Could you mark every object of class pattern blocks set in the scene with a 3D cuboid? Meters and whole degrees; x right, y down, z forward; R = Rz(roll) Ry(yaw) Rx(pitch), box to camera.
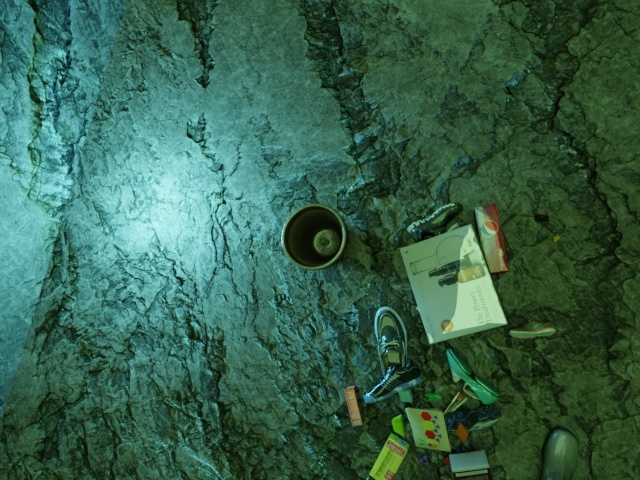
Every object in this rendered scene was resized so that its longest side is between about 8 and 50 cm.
[{"bbox_3d":[0.403,0.698,1.653,0.285,0.026,0.325,2,109,30],"label":"pattern blocks set"}]

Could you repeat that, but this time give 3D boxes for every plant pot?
[{"bbox_3d":[0.000,0.000,1.819,0.262,0.229,0.263,-2,81,14],"label":"plant pot"}]

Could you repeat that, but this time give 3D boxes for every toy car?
[{"bbox_3d":[0.865,-0.053,1.706,0.040,0.060,0.122,-25,94,-33],"label":"toy car"}]

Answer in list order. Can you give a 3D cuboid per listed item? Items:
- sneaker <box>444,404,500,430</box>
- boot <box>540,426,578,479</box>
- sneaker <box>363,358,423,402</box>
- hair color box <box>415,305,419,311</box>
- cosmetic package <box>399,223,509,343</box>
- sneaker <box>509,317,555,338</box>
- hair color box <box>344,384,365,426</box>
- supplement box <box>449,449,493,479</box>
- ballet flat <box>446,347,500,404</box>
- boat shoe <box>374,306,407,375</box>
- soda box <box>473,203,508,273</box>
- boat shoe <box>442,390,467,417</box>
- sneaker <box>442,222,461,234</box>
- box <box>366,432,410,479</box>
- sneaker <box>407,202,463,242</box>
[{"bbox_3d":[0.557,0.670,1.647,0.211,0.081,0.080,-12,41,9],"label":"sneaker"},{"bbox_3d":[0.808,0.820,1.496,0.118,0.222,0.338,13,86,17],"label":"boot"},{"bbox_3d":[0.255,0.517,1.649,0.232,0.081,0.091,-25,81,4],"label":"sneaker"},{"bbox_3d":[0.466,0.241,1.754,0.167,0.053,0.093,-46,73,4],"label":"hair color box"},{"bbox_3d":[0.491,0.164,1.665,0.284,0.097,0.377,-22,75,23],"label":"cosmetic package"},{"bbox_3d":[0.784,0.325,1.666,0.157,0.061,0.065,-8,54,13],"label":"sneaker"},{"bbox_3d":[0.136,0.655,1.777,0.043,0.072,0.141,-15,80,13],"label":"hair color box"},{"bbox_3d":[0.549,0.869,1.586,0.130,0.073,0.240,-14,106,12],"label":"supplement box"},{"bbox_3d":[0.551,0.521,1.682,0.247,0.083,0.087,43,109,18],"label":"ballet flat"},{"bbox_3d":[0.286,0.424,1.743,0.121,0.119,0.335,-15,79,13],"label":"boat shoe"},{"bbox_3d":[0.652,-0.001,1.716,0.083,0.092,0.263,-9,80,14],"label":"soda box"},{"bbox_3d":[0.502,0.638,1.696,0.043,0.049,0.137,37,88,14],"label":"boat shoe"},{"bbox_3d":[0.508,-0.004,1.776,0.144,0.053,0.059,-43,77,7],"label":"sneaker"},{"bbox_3d":[0.252,0.863,1.707,0.087,0.058,0.232,29,99,20],"label":"box"},{"bbox_3d":[0.466,-0.060,1.769,0.234,0.078,0.106,-29,53,13],"label":"sneaker"}]
